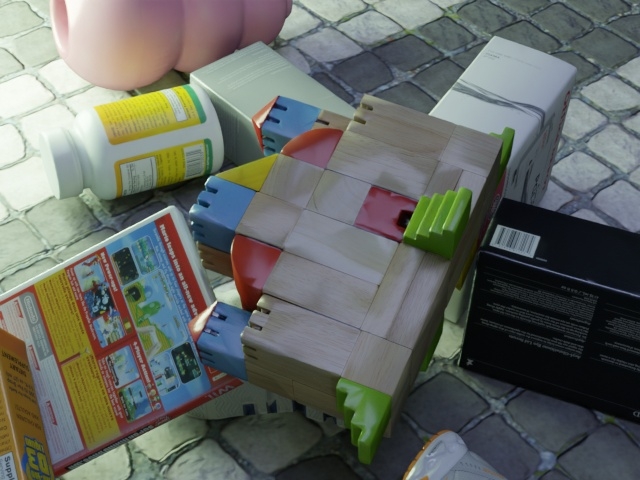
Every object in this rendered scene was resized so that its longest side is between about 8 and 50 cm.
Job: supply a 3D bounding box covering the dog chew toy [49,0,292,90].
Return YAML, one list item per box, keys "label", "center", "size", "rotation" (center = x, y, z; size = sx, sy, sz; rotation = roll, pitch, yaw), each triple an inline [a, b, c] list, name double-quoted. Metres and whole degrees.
- label: "dog chew toy"
  center: [-0.196, -0.317, 1.660]
  size: [0.331, 0.207, 0.207]
  rotation: [-9, 45, -24]

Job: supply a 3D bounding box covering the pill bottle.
- label: "pill bottle"
  center: [-0.236, -0.117, 1.497]
  size: [0.208, 0.118, 0.118]
  rotation: [-17, 47, -19]

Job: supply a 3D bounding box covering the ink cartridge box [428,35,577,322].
- label: "ink cartridge box"
  center: [0.183, -0.077, 1.416]
  size: [0.117, 0.207, 0.283]
  rotation: [24, 48, 19]

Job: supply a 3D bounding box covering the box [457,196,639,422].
- label: "box"
  center: [0.292, 0.081, 1.276]
  size: [0.261, 0.184, 0.103]
  rotation: [17, 43, 13]

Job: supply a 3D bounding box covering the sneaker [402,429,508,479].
- label: "sneaker"
  center: [0.099, 0.291, 1.114]
  size: [0.121, 0.099, 0.262]
  rotation: [30, 51, 19]

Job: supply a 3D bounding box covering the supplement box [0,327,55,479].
- label: "supplement box"
  center: [-0.302, 0.200, 1.132]
  size: [0.080, 0.078, 0.234]
  rotation: [-21, 65, 7]

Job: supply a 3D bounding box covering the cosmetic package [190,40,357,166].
- label: "cosmetic package"
  center: [-0.051, -0.147, 1.553]
  size: [0.127, 0.107, 0.238]
  rotation: [-28, 55, -29]

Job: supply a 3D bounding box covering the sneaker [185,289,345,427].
- label: "sneaker"
  center: [-0.049, 0.097, 1.298]
  size: [0.315, 0.128, 0.182]
  rotation: [8, 32, 9]

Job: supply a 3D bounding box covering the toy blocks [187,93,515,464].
- label: "toy blocks"
  center: [0.000, 0.000, 1.144]
  size: [0.260, 0.191, 0.381]
  rotation: [19, 62, 13]

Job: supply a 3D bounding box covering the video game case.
- label: "video game case"
  center: [-0.234, 0.113, 1.203]
  size: [0.285, 0.025, 0.204]
  rotation: [-27, 64, 6]
